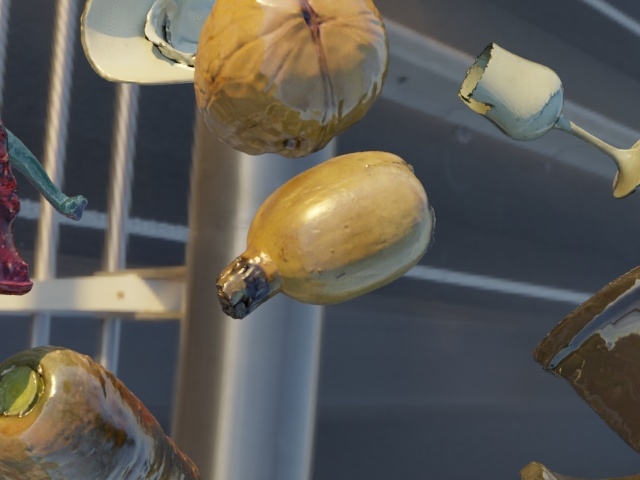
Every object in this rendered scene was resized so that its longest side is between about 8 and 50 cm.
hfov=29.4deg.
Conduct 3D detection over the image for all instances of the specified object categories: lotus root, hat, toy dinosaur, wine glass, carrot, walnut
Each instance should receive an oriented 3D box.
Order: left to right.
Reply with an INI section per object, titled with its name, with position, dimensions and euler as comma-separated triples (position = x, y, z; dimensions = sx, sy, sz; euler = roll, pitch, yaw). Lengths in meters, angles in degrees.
[toy dinosaur]
position = -0.632, -0.117, 2.131
dimensions = 0.330, 0.383, 0.129
euler = 64, 18, -6
[carrot]
position = -0.201, 0.199, 1.126
dimensions = 0.302, 0.139, 0.138
euler = 49, 51, -58
[hat]
position = -0.219, -0.306, 1.872
dimensions = 0.301, 0.168, 0.257
euler = -17, 76, -26
[walnut]
position = -0.023, -0.131, 0.903
dimensions = 0.144, 0.180, 0.144
euler = 6, 73, -20
[lotus root]
position = 0.000, 0.000, 1.496
dimensions = 0.310, 0.183, 0.182
euler = -28, 113, -22
[wine glass]
position = 0.234, -0.120, 1.204
dimensions = 0.195, 0.079, 0.079
euler = 29, 61, -8

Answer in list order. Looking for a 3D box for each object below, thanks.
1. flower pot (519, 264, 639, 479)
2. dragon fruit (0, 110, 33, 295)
[flower pot]
position = 0.388, 0.200, 1.089
dimensions = 0.379, 0.379, 0.251
euler = 43, 15, -43
[dragon fruit]
position = -0.361, -0.062, 1.022
dimensions = 0.134, 0.211, 0.262
euler = -11, 87, -45
